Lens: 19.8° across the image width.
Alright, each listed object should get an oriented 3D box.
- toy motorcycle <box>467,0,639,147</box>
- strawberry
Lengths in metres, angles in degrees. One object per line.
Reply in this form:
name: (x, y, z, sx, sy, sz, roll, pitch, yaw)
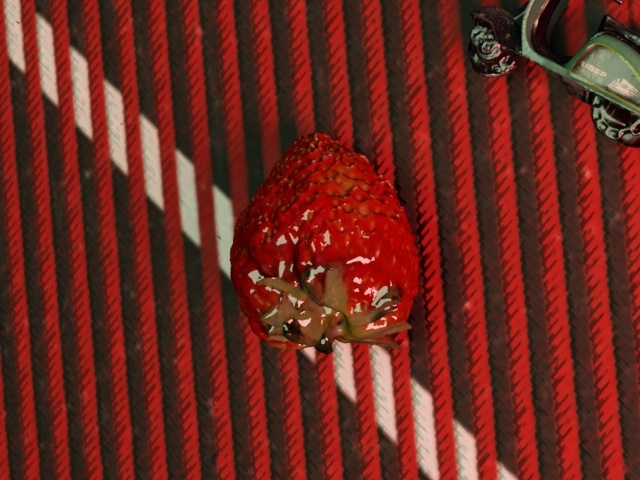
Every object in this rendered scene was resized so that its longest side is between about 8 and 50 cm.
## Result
toy motorcycle: (0.174, -0.123, 1.161, 0.173, 0.058, 0.100, 30, 98, 24)
strawberry: (0.001, 0.006, 1.232, 0.131, 0.131, 0.148, -43, 28, 22)
